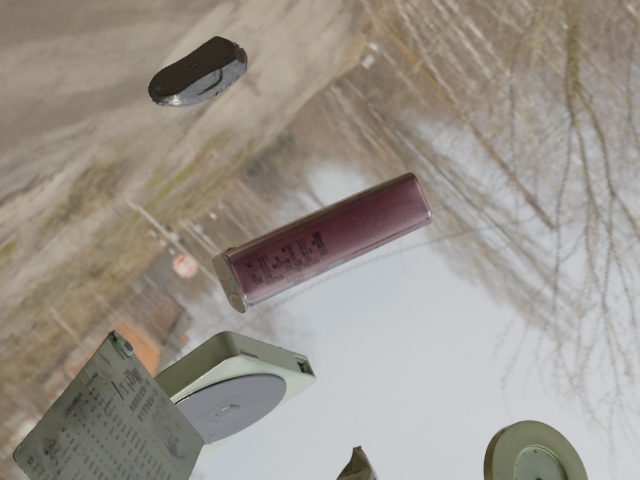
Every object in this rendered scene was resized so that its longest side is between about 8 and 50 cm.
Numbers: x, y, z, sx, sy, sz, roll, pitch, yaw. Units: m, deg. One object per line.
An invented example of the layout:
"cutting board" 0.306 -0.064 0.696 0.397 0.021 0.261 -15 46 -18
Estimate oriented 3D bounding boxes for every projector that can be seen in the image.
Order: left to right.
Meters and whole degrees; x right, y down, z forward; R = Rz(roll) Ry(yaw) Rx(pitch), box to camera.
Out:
"projector" -0.172 0.242 1.533 0.259 0.079 0.257 -36 150 16

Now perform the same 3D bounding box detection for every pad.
"pad" -0.182 0.192 0.907 0.009 0.159 0.265 -34 -169 15

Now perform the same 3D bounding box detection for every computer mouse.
"computer mouse" -0.249 -0.337 2.015 0.217 0.073 0.122 -32 -129 -3

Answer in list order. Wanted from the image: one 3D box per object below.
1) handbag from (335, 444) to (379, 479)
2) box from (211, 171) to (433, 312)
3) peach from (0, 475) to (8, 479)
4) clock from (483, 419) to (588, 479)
"handbag" 0.074 0.491 1.482 0.109 0.253 0.316 -24 -171 14
"box" 0.000 0.000 1.044 0.224 0.069 0.120 -25 -178 -15
"peach" -0.510 0.406 1.388 0.179 0.103 0.179 -4 -154 2
"clock" 0.409 0.455 1.835 0.235 0.235 0.029 -51 -174 -37
